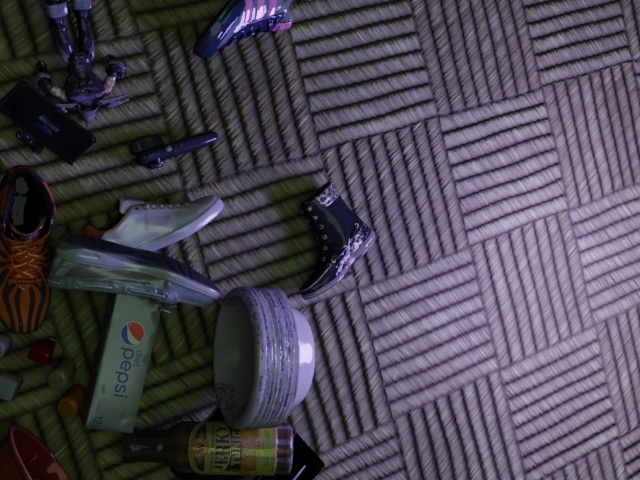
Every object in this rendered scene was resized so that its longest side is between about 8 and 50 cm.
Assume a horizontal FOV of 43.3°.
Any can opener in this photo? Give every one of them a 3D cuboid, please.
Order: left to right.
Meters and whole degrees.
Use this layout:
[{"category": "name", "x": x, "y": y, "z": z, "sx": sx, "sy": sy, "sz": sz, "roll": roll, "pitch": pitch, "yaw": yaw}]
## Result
[{"category": "can opener", "x": -0.297, "y": -0.193, "z": 1.665, "sx": 0.186, "sy": 0.059, "sz": 0.073, "roll": -17, "pitch": 98, "yaw": -24}]

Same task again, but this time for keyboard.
[{"category": "keyboard", "x": -0.531, "y": -0.217, "z": 1.547, "sx": 0.108, "sy": 0.023, "sz": 0.180, "roll": -39, "pitch": 124, "yaw": 13}]

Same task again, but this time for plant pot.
[{"category": "plant pot", "x": -0.587, "y": 0.523, "z": 1.452, "sx": 0.265, "sy": 0.272, "sz": 0.272, "roll": -36, "pitch": 106, "yaw": -11}]

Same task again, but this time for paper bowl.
[{"category": "paper bowl", "x": -0.111, "y": 0.238, "z": 1.640, "sx": 0.148, "sy": 0.284, "sz": 0.284, "roll": 4, "pitch": 90, "yaw": -26}]

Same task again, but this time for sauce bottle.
[{"category": "sauce bottle", "x": -0.229, "y": 0.426, "z": 1.653, "sx": 0.344, "sy": 0.111, "sz": 0.111, "roll": 2, "pitch": 91, "yaw": -8}]

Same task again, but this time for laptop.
[{"category": "laptop", "x": -0.154, "y": 0.498, "z": 1.777, "sx": 0.234, "sy": 0.136, "sz": 0.264, "roll": -49, "pitch": 135, "yaw": -16}]

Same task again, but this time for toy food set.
[{"category": "toy food set", "x": -0.558, "y": 0.244, "z": 1.552, "sx": 0.232, "sy": 0.104, "sz": 0.111, "roll": 21, "pitch": 96, "yaw": -7}]

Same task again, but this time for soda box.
[{"category": "soda box", "x": -0.396, "y": 0.231, "z": 1.611, "sx": 0.098, "sy": 0.091, "sz": 0.286, "roll": 13, "pitch": 85, "yaw": -23}]

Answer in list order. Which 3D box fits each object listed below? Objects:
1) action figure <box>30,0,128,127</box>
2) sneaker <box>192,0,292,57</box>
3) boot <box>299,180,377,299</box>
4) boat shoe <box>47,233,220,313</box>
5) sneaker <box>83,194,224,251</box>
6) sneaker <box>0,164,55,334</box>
[{"category": "action figure", "x": -0.469, "y": -0.359, "z": 1.561, "sx": 0.185, "sy": 0.099, "sz": 0.285, "roll": -16, "pitch": 112, "yaw": -31}, {"category": "sneaker", "x": -0.131, "y": -0.475, "z": 1.707, "sx": 0.131, "sy": 0.112, "sz": 0.319, "roll": 45, "pitch": 74, "yaw": -16}, {"category": "boot", "x": 0.000, "y": 0.000, "z": 1.798, "sx": 0.236, "sy": 0.085, "sz": 0.179, "roll": -44, "pitch": 106, "yaw": -25}, {"category": "boat shoe", "x": -0.349, "y": 0.077, "z": 1.535, "sx": 0.320, "sy": 0.118, "sz": 0.103, "roll": 17, "pitch": 100, "yaw": -25}, {"category": "sneaker", "x": -0.336, "y": -0.048, "z": 1.624, "sx": 0.290, "sy": 0.106, "sz": 0.123, "roll": -27, "pitch": 105, "yaw": -21}, {"category": "sneaker", "x": -0.553, "y": 0.020, "z": 1.482, "sx": 0.124, "sy": 0.180, "sz": 0.321, "roll": -5, "pitch": 94, "yaw": -25}]
